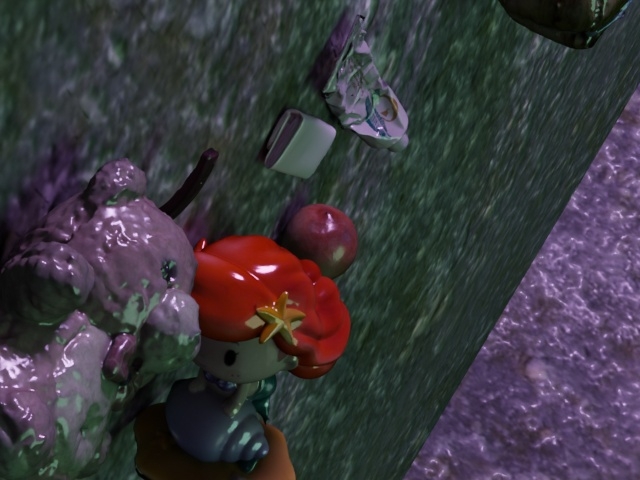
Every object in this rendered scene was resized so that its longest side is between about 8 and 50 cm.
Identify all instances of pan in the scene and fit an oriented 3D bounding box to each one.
[{"bbox_3d":[-0.144,0.006,1.439,0.212,0.040,0.115,-59,166,24],"label":"pan"}]

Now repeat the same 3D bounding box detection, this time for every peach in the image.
[{"bbox_3d":[0.000,0.002,1.837,0.083,0.083,0.083,-54,164,-23],"label":"peach"}]

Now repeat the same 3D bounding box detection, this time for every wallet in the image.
[{"bbox_3d":[-0.020,-0.090,1.705,0.061,0.025,0.122,-64,166,4],"label":"wallet"}]

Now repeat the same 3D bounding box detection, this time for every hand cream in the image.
[{"bbox_3d":[0.045,-0.143,1.781,0.084,0.050,0.257,-61,159,-6],"label":"hand cream"}]

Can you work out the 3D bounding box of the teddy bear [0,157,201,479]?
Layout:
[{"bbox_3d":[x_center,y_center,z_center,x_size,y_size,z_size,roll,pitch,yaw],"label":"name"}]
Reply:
[{"bbox_3d":[-0.181,0.081,1.251,0.267,0.151,0.236,-43,151,-37],"label":"teddy bear"}]

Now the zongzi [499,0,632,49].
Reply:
[{"bbox_3d":[0.324,-0.418,1.920,0.356,0.174,0.393,-57,168,-24],"label":"zongzi"}]

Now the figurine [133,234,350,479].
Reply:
[{"bbox_3d":[-0.071,0.097,1.643,0.208,0.181,0.257,-2,129,-25],"label":"figurine"}]
